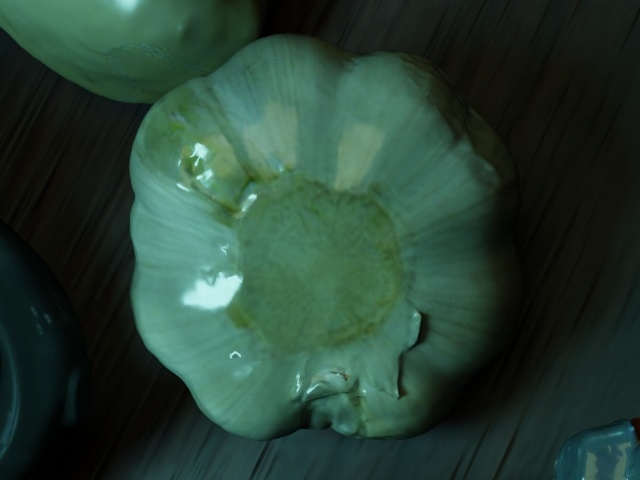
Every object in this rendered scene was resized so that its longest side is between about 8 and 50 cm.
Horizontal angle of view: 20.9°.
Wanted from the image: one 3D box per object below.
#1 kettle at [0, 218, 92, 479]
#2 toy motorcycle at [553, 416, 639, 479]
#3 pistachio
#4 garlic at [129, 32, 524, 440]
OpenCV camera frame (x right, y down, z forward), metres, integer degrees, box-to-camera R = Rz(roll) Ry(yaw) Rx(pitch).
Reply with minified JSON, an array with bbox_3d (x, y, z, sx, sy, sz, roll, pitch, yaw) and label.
[{"bbox_3d":[-0.263,0.051,0.932,0.290,0.207,0.268,39,128,-4],"label":"kettle"},{"bbox_3d":[0.150,0.239,0.841,0.221,0.148,0.325,7,76,-7],"label":"toy motorcycle"},{"bbox_3d":[-0.128,-0.167,1.034,0.223,0.126,0.152,32,115,22],"label":"pistachio"},{"bbox_3d":[0.003,-0.003,0.933,0.228,0.152,0.227,-1,99,-7],"label":"garlic"}]
